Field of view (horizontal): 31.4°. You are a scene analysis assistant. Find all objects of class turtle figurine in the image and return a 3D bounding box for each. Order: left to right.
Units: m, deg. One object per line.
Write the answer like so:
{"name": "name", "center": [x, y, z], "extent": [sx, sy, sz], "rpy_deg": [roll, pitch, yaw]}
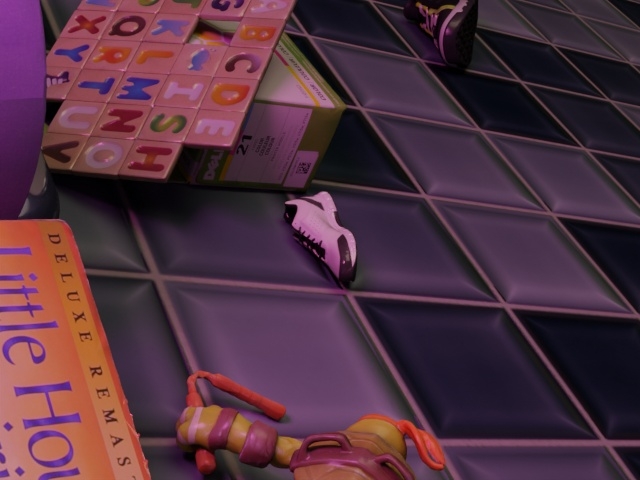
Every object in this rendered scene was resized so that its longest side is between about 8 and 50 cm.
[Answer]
{"name": "turtle figurine", "center": [0.024, 0.161, 0.644], "extent": [0.269, 0.087, 0.217], "rpy_deg": [28, 29, 4]}

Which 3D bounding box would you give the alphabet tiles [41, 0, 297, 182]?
{"name": "alphabet tiles", "center": [-0.143, -0.137, 0.940], "extent": [0.198, 0.009, 0.237], "rpy_deg": [6, 49, 15]}

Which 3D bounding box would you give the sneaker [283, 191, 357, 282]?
{"name": "sneaker", "center": [0.000, 0.000, 0.947], "extent": [0.044, 0.040, 0.109], "rpy_deg": [-6, 36, -19]}

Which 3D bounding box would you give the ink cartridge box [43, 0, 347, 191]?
{"name": "ink cartridge box", "center": [-0.135, -0.138, 0.998], "extent": [0.255, 0.097, 0.189], "rpy_deg": [2, 37, -36]}

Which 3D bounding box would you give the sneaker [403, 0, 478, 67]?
{"name": "sneaker", "center": [0.157, -0.291, 1.520], "extent": [0.097, 0.084, 0.234], "rpy_deg": [4, 26, 10]}

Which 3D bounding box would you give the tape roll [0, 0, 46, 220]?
{"name": "tape roll", "center": [-0.276, -0.107, 0.654], "extent": [0.275, 0.274, 0.090], "rpy_deg": [41, 33, 26]}

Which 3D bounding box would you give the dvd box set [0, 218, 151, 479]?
{"name": "dvd box set", "center": [-0.257, 0.127, 0.424], "extent": [0.420, 0.062, 0.307], "rpy_deg": [-1, 56, -39]}

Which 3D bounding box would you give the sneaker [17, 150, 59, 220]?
{"name": "sneaker", "center": [-0.270, -0.132, 0.763], "extent": [0.112, 0.131, 0.319], "rpy_deg": [-29, 81, -35]}
